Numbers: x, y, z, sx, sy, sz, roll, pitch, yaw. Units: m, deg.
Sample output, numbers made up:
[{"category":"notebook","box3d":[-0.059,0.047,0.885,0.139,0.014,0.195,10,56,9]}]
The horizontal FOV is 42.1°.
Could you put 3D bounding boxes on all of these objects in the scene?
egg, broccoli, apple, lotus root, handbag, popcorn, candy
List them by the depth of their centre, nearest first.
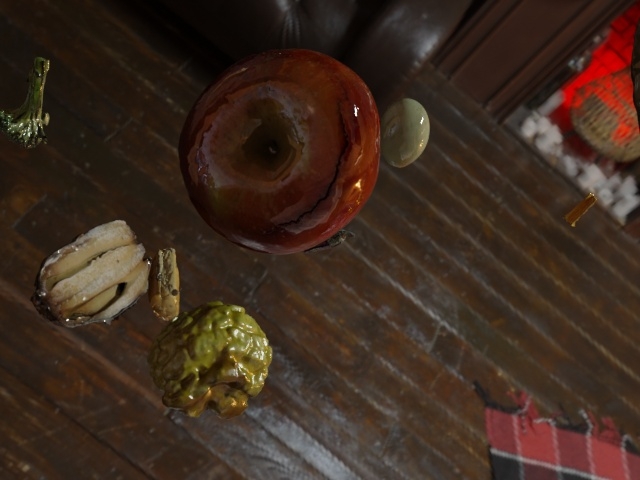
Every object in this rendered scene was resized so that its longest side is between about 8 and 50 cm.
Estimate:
[{"category":"apple","box3d":[-0.045,-0.112,1.087,0.251,0.272,0.206,28,6,16]},{"category":"lotus root","box3d":[-0.411,0.074,1.470,0.167,0.078,0.329,62,22,-4]},{"category":"candy","box3d":[0.000,0.000,1.630,0.045,0.175,0.043,-1,84,-43]},{"category":"popcorn","box3d":[-0.223,0.250,1.653,0.237,0.205,0.252,39,41,-19]},{"category":"broccoli","box3d":[-0.634,-0.303,1.820,0.122,0.204,0.118,11,17,-35]},{"category":"egg","box3d":[0.181,-0.235,1.823,0.114,0.152,0.114,6,17,-2]},{"category":"handbag","box3d":[0.579,-0.069,1.845,0.027,0.083,0.061,48,17,17]}]

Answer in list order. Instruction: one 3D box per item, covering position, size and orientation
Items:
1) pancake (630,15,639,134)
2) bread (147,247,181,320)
[{"category":"pancake","box3d":[0.374,-0.131,0.783,0.222,0.042,0.236,-10,94,-33]},{"category":"bread","box3d":[-0.244,0.071,1.295,0.053,0.072,0.106,-2,51,-6]}]
